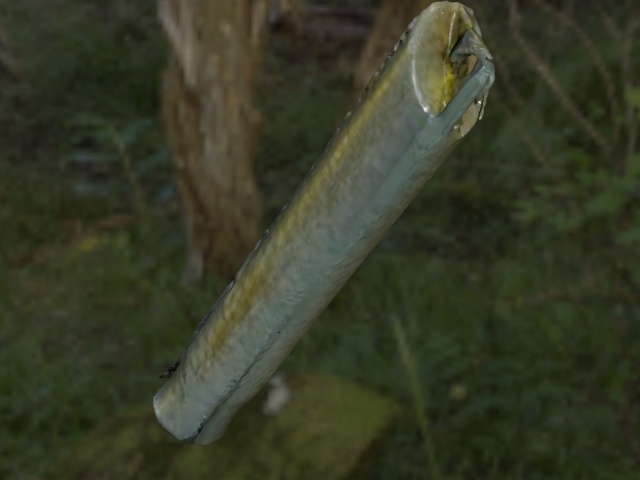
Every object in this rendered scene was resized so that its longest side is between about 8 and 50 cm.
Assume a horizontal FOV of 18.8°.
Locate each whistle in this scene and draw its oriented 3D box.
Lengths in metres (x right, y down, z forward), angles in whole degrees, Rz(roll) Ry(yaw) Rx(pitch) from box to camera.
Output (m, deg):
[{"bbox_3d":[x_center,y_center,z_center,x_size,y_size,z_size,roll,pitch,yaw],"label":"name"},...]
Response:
[{"bbox_3d":[0.001,0.000,1.122,0.057,0.326,0.068,16,38,-33],"label":"whistle"}]
